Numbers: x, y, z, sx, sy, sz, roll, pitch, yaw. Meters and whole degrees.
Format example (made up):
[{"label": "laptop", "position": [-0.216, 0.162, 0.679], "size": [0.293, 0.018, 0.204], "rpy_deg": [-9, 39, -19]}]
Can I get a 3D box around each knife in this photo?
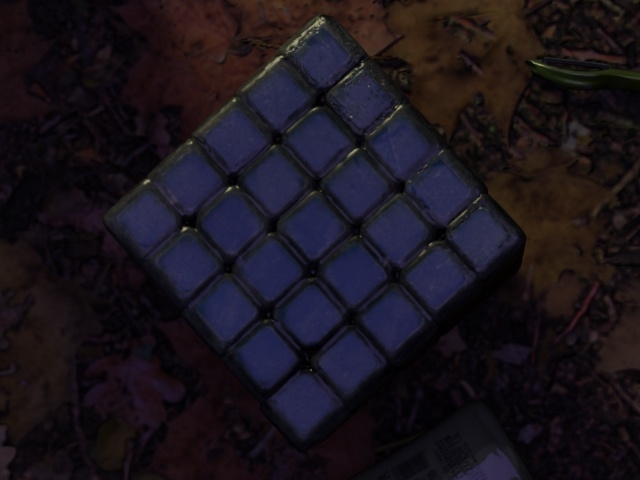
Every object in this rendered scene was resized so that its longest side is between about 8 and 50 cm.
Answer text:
[{"label": "knife", "position": [0.260, -0.130, 1.635], "size": [0.184, 0.022, 0.026], "rpy_deg": [8, 60, 5]}]

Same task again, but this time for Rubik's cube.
[{"label": "Rubik's cube", "position": [0.000, 0.000, 1.530], "size": [0.237, 0.238, 0.237], "rpy_deg": [-41, 85, -2]}]

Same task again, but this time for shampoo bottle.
[{"label": "shampoo bottle", "position": [0.058, 0.232, 1.580], "size": [0.234, 0.087, 0.118], "rpy_deg": [-30, 83, 1]}]
